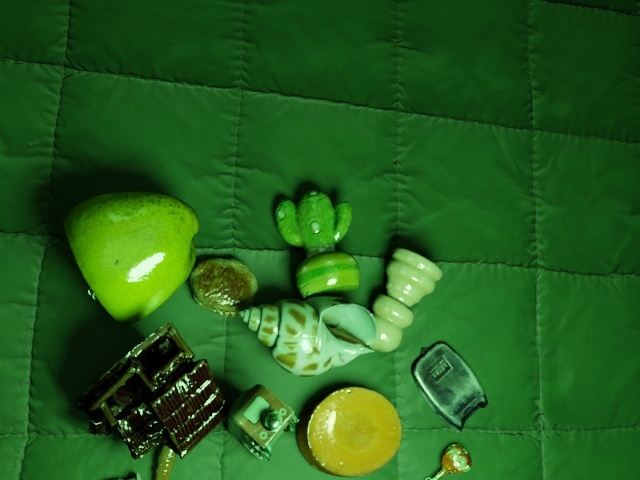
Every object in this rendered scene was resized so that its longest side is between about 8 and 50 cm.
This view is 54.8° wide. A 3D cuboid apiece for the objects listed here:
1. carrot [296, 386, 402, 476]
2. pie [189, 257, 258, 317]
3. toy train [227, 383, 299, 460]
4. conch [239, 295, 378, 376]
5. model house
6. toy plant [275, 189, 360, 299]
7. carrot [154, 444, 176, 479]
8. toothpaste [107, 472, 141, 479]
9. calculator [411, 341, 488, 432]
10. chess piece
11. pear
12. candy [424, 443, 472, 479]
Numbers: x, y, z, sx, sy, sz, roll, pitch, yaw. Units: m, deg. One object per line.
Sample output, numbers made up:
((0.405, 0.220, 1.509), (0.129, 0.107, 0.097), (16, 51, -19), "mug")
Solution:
((0.091, 0.542, 1.748), (0.306, 0.100, 0.259), (10, 82, -16), "carrot")
((-0.269, 0.126, 1.725), (0.193, 0.079, 0.163), (15, 74, -14), "pie")
((-0.153, 0.466, 1.582), (0.159, 0.326, 0.129), (37, 66, 9), "toy train")
((-0.030, 0.246, 1.689), (0.367, 0.197, 0.250), (18, 103, -40), "conch")
((-0.407, 0.412, 1.527), (0.317, 0.297, 0.283), (-38, 87, -20), "model house")
((0.000, 0.000, 1.777), (0.224, 0.184, 0.316), (-15, 75, 1), "toy plant")
((-0.424, 0.649, 1.619), (0.049, 0.049, 0.255), (15, 82, -13), "carrot")
((-0.583, 0.674, 1.567), (0.265, 0.061, 0.096), (-21, 88, -11), "toothpaste")
((0.390, 0.438, 1.880), (0.177, 0.040, 0.268), (-38, 88, -20), "calculator")
((0.224, 0.186, 1.823), (0.167, 0.167, 0.300), (30, 82, -9), "chess piece")
((-0.462, 0.010, 1.608), (0.317, 0.238, 0.343), (-27, 89, -9), "pear")
((0.326, 0.710, 1.802), (0.287, 0.078, 0.084), (-38, 76, -14), "candy")
